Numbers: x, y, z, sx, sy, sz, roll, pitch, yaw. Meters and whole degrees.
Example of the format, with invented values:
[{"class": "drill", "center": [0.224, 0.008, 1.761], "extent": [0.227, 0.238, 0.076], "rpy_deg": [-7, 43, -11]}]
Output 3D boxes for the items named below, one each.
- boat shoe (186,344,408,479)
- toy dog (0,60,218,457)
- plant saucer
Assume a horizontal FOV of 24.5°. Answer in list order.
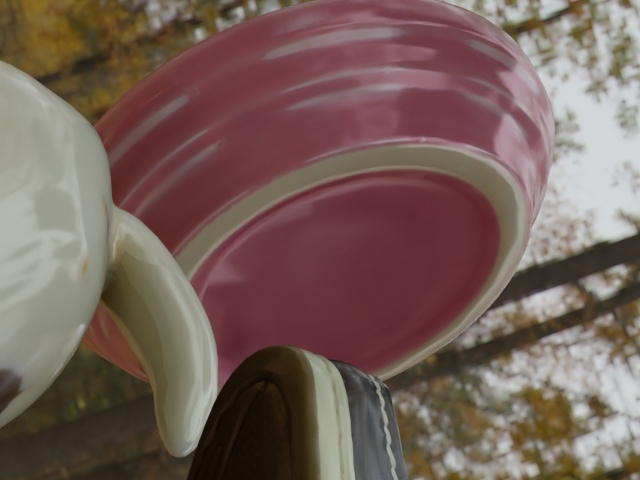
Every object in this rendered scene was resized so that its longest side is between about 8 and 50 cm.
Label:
[{"class": "boat shoe", "center": [0.010, 0.137, 0.333], "extent": [0.080, 0.073, 0.224], "rpy_deg": [-29, -121, 57]}, {"class": "toy dog", "center": [-0.266, 0.067, 0.584], "extent": [0.284, 0.395, 0.408], "rpy_deg": [-45, -165, 37]}, {"class": "plant saucer", "center": [0.000, 0.000, 0.909], "extent": [0.332, 0.332, 0.084], "rpy_deg": [89, -19, -53]}]
